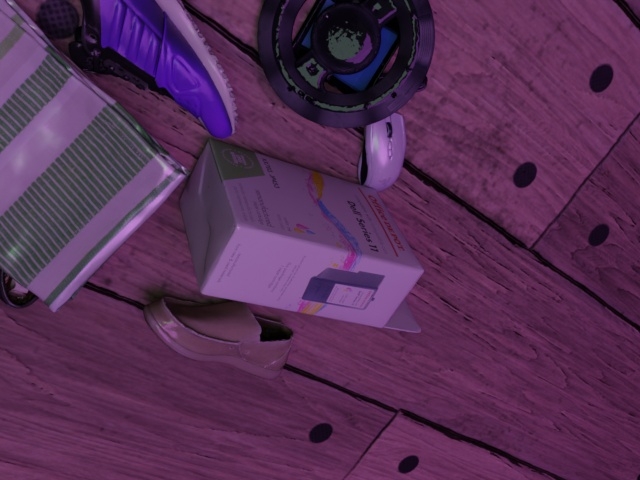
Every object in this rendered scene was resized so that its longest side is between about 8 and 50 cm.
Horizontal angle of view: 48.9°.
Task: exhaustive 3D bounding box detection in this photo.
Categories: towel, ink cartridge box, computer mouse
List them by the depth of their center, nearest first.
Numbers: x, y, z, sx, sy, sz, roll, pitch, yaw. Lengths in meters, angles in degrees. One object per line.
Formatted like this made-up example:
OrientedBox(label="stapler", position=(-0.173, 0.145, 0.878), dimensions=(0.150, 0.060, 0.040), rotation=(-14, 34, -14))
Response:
OrientedBox(label="towel", position=(-0.347, -0.105, 0.800), dimensions=(0.325, 0.038, 0.248), rotation=(43, 96, -9))
OrientedBox(label="ink cartridge box", position=(0.000, 0.000, 0.982), dimensions=(0.354, 0.207, 0.119), rotation=(14, 122, -30))
OrientedBox(label="computer mouse", position=(0.101, -0.154, 1.049), dimensions=(0.106, 0.042, 0.192), rotation=(-9, 120, -20))

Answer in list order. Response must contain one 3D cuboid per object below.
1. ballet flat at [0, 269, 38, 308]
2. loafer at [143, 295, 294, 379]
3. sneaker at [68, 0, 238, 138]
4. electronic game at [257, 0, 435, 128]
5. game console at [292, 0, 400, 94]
OrientedBox(label="ballet flat", position=(-0.334, -0.030, 0.892), dimensions=(0.095, 0.096, 0.280), rotation=(19, 108, -33))
OrientedBox(label="loafer", position=(-0.146, 0.132, 1.071), dimensions=(0.269, 0.102, 0.092), rotation=(27, 103, -43))
OrientedBox(label="sneaker", position=(-0.216, -0.229, 0.840), dimensions=(0.146, 0.102, 0.293), rotation=(-31, 121, 0))
OrientedBox(label="electronic game", position=(0.033, -0.261, 0.909), dimensions=(0.229, 0.048, 0.229), rotation=(1, 102, 3))
OrientedBox(label="game console", position=(0.035, -0.266, 0.939), dimensions=(0.107, 0.071, 0.122), rotation=(24, 105, -33))
